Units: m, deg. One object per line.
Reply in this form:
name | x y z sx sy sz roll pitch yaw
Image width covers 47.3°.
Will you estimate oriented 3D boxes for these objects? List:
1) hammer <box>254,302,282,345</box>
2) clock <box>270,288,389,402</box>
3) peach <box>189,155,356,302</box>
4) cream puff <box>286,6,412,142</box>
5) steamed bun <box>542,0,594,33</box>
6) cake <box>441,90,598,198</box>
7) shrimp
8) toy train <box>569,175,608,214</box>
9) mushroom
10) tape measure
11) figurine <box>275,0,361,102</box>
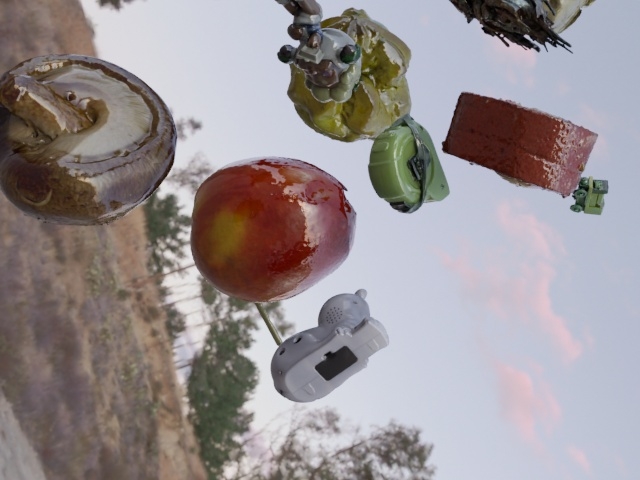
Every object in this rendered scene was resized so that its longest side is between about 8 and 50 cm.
hammer | -0.123 0.109 1.349 0.195 0.028 0.060 60 20 5
clock | 0.004 0.143 1.017 0.080 0.176 0.117 50 8 -26
peach | -0.074 -0.018 1.180 0.281 0.280 0.238 103 -14 -52
cream puff | 0.086 -0.464 2.002 0.275 0.378 0.378 108 -41 -68
steamed bun | 0.565 -0.578 1.693 0.106 0.192 0.177 49 -57 13
cake | 0.358 -0.182 1.363 0.283 0.176 0.151 32 -67 40
shrimp | 0.230 -0.282 0.881 0.233 0.079 0.090 53 -33 41
toy train | 0.642 -0.105 1.748 0.122 0.081 0.050 76 27 -55
mushroom | -0.266 -0.104 0.813 0.138 0.194 0.231 -56 -140 39
tape measure | 0.179 -0.151 1.495 0.106 0.175 0.200 -1 -64 43
figurine | -0.007 -0.276 1.040 0.147 0.094 0.197 12 -17 38
